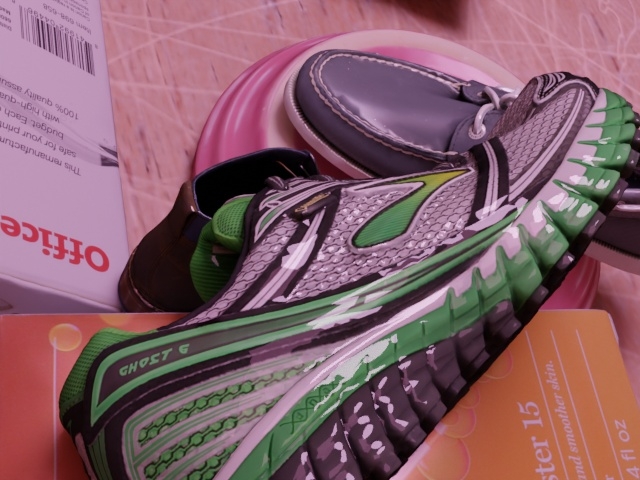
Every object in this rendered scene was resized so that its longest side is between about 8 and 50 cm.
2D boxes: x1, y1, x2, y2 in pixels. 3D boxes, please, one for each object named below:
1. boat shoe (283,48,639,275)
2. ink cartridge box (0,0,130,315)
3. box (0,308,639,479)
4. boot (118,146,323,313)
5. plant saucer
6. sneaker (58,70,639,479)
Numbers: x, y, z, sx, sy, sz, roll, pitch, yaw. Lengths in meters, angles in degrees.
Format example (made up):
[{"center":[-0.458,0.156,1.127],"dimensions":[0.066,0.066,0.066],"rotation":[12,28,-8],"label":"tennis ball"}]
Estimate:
[{"center":[0.135,-0.074,0.654],"dimensions":[0.319,0.099,0.116],"rotation":[21,55,-5],"label":"boat shoe"},{"center":[-0.232,-0.073,0.576],"dimensions":[0.197,0.114,0.273],"rotation":[23,44,-47],"label":"ink cartridge box"},{"center":[0.000,0.167,0.517],"dimensions":[0.345,0.168,0.215],"rotation":[0,58,-17],"label":"box"},{"center":[0.000,0.000,0.556],"dimensions":[0.219,0.106,0.082],"rotation":[-9,63,-28],"label":"boot"},{"center":[0.071,-0.041,0.725],"dimensions":[0.332,0.084,0.332],"rotation":[8,57,-12],"label":"plant saucer"},{"center":[0.030,0.005,0.448],"dimensions":[0.146,0.134,0.343],"rotation":[42,55,13],"label":"sneaker"}]
